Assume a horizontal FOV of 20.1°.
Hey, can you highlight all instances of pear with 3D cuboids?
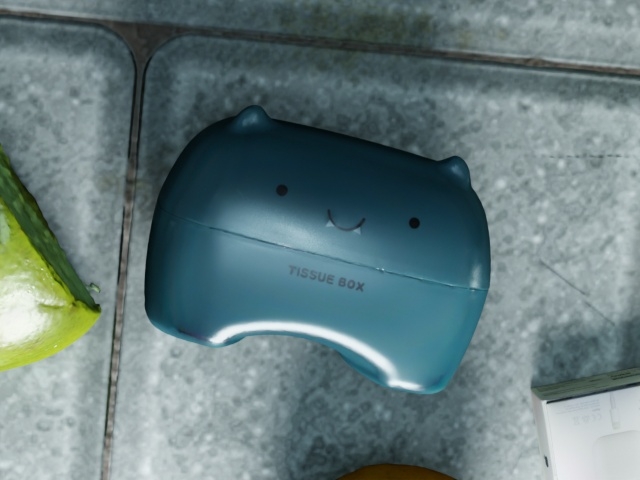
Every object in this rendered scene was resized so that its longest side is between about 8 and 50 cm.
[{"bbox_3d":[-0.356,0.015,1.549,0.239,0.139,0.288,-27,102,9],"label":"pear"}]

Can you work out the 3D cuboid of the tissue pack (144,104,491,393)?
[{"bbox_3d":[0.000,0.000,1.550,0.287,0.198,0.206,15,96,-8],"label":"tissue pack"}]

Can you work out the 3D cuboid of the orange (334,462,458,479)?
[{"bbox_3d":[0.063,0.317,1.624,0.240,0.171,0.240,0,93,-2],"label":"orange"}]

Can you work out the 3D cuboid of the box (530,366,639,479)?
[{"bbox_3d":[0.274,0.193,1.693,0.130,0.051,0.129,-11,101,-5],"label":"box"}]
